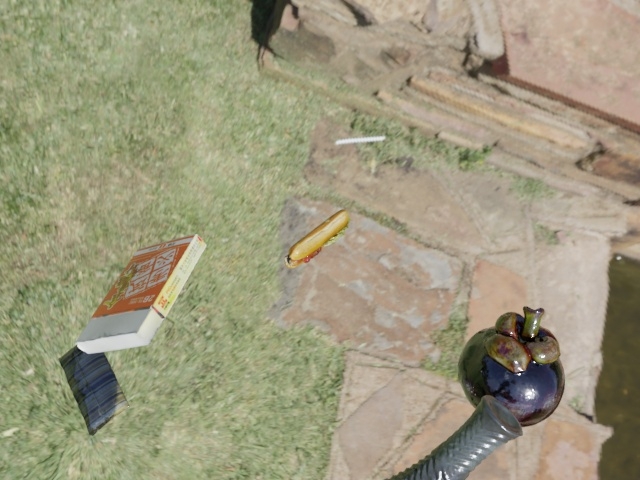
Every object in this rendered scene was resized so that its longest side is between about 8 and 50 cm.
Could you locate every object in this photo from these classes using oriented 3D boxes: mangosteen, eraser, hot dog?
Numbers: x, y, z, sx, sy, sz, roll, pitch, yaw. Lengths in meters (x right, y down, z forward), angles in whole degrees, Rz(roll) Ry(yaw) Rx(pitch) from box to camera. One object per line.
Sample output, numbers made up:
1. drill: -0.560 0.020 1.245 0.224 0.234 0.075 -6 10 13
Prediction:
1. mangosteen: 0.379 0.235 1.442 0.211 0.211 0.250 8 118 -15
2. eraser: -0.305 0.090 1.282 0.038 0.157 0.230 54 40 -31
3. hot dog: 0.000 0.000 0.672 0.083 0.037 0.021 -38 78 -30

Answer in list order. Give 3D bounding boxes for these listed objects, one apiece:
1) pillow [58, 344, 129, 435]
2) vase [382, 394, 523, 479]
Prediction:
1. pillow: -0.493 0.305 1.611 0.113 0.038 0.203 -38 63 6
2. vase: 0.194 0.337 1.124 0.115 0.115 0.237 39 108 -5
